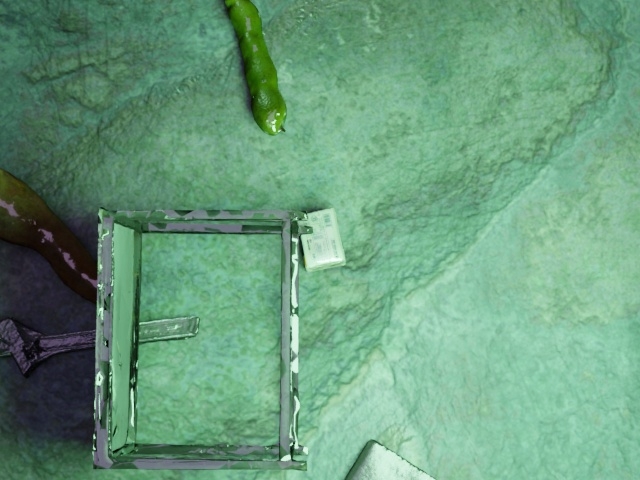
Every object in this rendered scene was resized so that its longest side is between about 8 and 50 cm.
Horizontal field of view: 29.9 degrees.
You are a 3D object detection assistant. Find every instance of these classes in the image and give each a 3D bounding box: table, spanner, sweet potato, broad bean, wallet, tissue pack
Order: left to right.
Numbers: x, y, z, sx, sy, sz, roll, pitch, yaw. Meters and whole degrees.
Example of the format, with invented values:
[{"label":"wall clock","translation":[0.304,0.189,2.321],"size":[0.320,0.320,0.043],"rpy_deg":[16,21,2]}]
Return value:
[{"label":"sweet potato","translation":[-0.445,-0.031,1.761],"size":[0.385,0.109,0.109],"rpy_deg":[36,80,-3]},{"label":"spanner","translation":[-0.337,0.142,1.755],"size":[0.325,0.026,0.093],"rpy_deg":[-7,75,-2]},{"label":"table","translation":[-0.149,0.132,1.629],"size":[0.272,0.222,0.335],"rpy_deg":[0,85,1]},{"label":"broad bean","translation":[-0.098,-0.274,1.834],"size":[0.052,0.052,0.256],"rpy_deg":[-27,73,34]},{"label":"tissue pack","translation":[0.000,0.000,1.769],"size":[0.062,0.042,0.083],"rpy_deg":[-12,77,-2]},{"label":"wallet","translation":[0.057,0.411,1.677],"size":[0.124,0.025,0.244],"rpy_deg":[31,81,8]}]
